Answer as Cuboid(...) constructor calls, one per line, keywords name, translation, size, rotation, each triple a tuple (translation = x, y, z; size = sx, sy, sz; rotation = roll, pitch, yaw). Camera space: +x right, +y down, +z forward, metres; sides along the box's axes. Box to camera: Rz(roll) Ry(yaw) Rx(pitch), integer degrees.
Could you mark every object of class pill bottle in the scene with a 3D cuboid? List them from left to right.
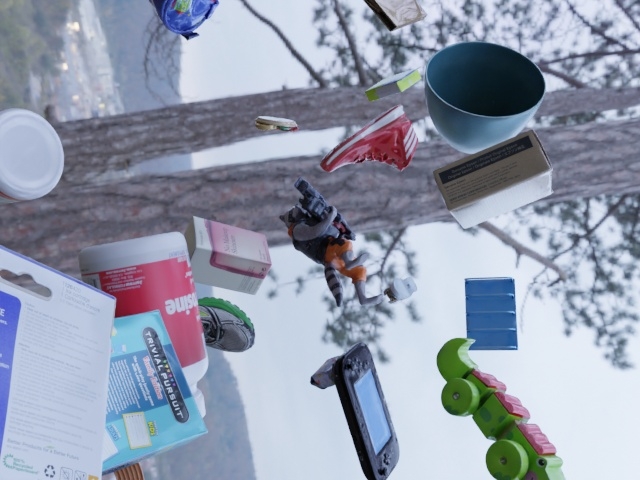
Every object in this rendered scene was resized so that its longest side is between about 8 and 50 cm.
Cuboid(name="pill bottle", translation=(-0.806, -0.185, 1.660), size=(0.210, 0.363, 0.210), rotation=(9, 79, -57))
Cuboid(name="pill bottle", translation=(-0.371, 0.197, 1.507), size=(0.229, 0.229, 0.407), rotation=(-173, -108, -81))

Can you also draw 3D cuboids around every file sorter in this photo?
Cuboid(name="file sorter", translation=(0.395, 0.169, 1.621), size=(0.104, 0.118, 0.170), rotation=(32, 56, -72))

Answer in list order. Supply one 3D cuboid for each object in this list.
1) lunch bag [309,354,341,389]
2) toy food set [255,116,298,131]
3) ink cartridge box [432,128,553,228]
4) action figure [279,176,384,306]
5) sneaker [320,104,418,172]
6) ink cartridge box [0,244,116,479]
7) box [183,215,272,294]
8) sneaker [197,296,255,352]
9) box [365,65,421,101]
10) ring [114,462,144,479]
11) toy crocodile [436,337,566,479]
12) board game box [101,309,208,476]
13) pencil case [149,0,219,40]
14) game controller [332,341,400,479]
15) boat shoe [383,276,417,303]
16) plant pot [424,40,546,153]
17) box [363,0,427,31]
Cuboid(name="lunch bag", translation=(0.020, 0.320, 1.681), size=(0.083, 0.071, 0.053), rotation=(-26, -80, 48))
Cuboid(name="toy food set", translation=(-0.082, -0.218, 1.311), size=(0.083, 0.083, 0.020), rotation=(-113, -150, -74))
Cuboid(name="ink cartridge box", translation=(0.333, -0.109, 1.327), size=(0.088, 0.193, 0.235), rotation=(70, 14, 14))
Cuboid(name="action figure", translation=(0.000, 0.000, 1.779), size=(0.330, 0.178, 0.341), rotation=(43, -2, 39))
Cuboid(name="sneaker", translation=(0.117, -0.183, 1.490), size=(0.128, 0.221, 0.087), rotation=(55, -4, -8))
Cuboid(name="ink cartridge box", translation=(-0.398, 0.160, 0.866), size=(0.304, 0.072, 0.307), rotation=(36, 34, -44))
Cuboid(name="box", translation=(-0.275, 0.044, 1.997), size=(0.126, 0.233, 0.148), rotation=(-59, -150, 30))
Cuboid(name="sneaker", translation=(-0.330, 0.212, 1.729), size=(0.146, 0.344, 0.134), rotation=(-73, 179, -69))
Cuboid(name="box", translation=(0.240, -0.505, 2.255), size=(0.178, 0.109, 0.042), rotation=(-3, -60, 54))
Cuboid(name="ring", translation=(-0.554, 0.576, 1.543), size=(0.032, 0.337, 0.336), rotation=(93, -15, -67))
Cuboid(name="toy crocodile", translation=(0.307, 0.304, 1.165), size=(0.105, 0.115, 0.340), rotation=(-53, -136, 18))
Cuboid(name="board game box", translation=(-0.384, 0.270, 1.197), size=(0.079, 0.336, 0.253), rotation=(-36, -108, 33))
Cuboid(name="pencil case", translation=(-0.288, -0.503, 1.230), size=(0.119, 0.133, 0.306), rotation=(-44, -109, 29))
Cuboid(name="game controller", translation=(0.114, 0.405, 1.650), size=(0.067, 0.166, 0.318), rotation=(-13, -83, 37))
Cuboid(name="boat shoe", translation=(0.214, 0.151, 1.981), size=(0.065, 0.083, 0.183), rotation=(61, 20, 11))
Cuboid(name="plant pot", translation=(0.395, -0.335, 1.758), size=(0.195, 0.291, 0.290), rotation=(93, -15, -52))
Cuboid(name="box", translation=(0.138, -0.521, 1.474), size=(0.164, 0.021, 0.201), rotation=(49, 35, -1))
